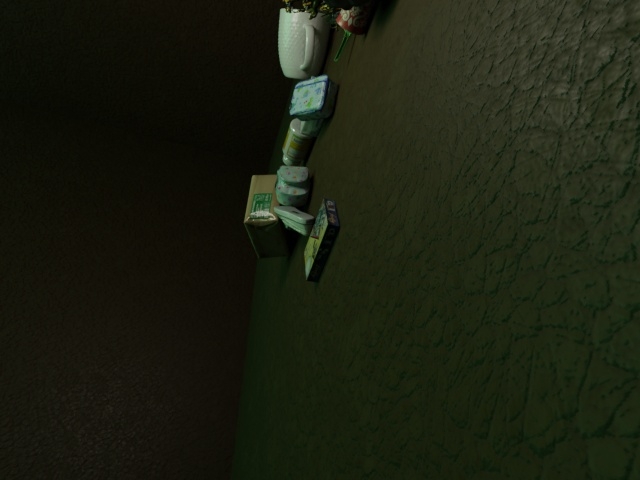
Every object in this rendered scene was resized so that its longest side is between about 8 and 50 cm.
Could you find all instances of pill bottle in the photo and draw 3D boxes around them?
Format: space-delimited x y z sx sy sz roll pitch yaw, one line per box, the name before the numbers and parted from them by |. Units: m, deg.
pill bottle | -0.120 -0.501 2.110 0.245 0.137 0.136 120 158 -52

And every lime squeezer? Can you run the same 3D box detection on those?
lime squeezer | 0.127 -0.859 1.578 0.110 0.059 0.310 -83 12 -50

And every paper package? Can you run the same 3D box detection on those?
paper package | -0.248 -0.120 2.020 0.309 0.168 0.324 77 -168 -51

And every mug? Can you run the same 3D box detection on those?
mug | -0.087 -1.040 2.174 0.374 0.276 0.327 -115 30 -61
mug | 0.139 -0.848 1.434 0.169 0.113 0.150 122 155 -46

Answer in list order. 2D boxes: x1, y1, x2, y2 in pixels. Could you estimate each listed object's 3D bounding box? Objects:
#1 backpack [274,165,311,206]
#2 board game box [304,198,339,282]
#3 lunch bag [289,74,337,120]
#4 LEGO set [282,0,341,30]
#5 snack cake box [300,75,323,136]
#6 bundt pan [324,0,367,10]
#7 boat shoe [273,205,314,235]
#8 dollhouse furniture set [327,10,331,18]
backpack | -0.126 -0.250 1.861 0.144 0.166 0.188 104 167 -53
board game box | 0.000 0.000 1.399 0.165 0.042 0.243 -98 24 -53
lunch bag | -0.034 -0.627 1.786 0.219 0.090 0.176 8 82 43
LEGO set | -0.003 -0.963 1.676 0.331 0.255 0.192 -68 -29 -63
snack cake box | -0.032 -0.661 1.999 0.152 0.089 0.264 119 159 -53
bundt pan | 0.112 -0.874 1.275 0.331 0.124 0.330 -10 70 29
boat shoe | -0.118 -0.086 1.738 0.268 0.096 0.088 24 115 46
dollhouse furniture set | 0.079 -1.208 2.051 0.058 0.076 0.151 -128 51 -75
